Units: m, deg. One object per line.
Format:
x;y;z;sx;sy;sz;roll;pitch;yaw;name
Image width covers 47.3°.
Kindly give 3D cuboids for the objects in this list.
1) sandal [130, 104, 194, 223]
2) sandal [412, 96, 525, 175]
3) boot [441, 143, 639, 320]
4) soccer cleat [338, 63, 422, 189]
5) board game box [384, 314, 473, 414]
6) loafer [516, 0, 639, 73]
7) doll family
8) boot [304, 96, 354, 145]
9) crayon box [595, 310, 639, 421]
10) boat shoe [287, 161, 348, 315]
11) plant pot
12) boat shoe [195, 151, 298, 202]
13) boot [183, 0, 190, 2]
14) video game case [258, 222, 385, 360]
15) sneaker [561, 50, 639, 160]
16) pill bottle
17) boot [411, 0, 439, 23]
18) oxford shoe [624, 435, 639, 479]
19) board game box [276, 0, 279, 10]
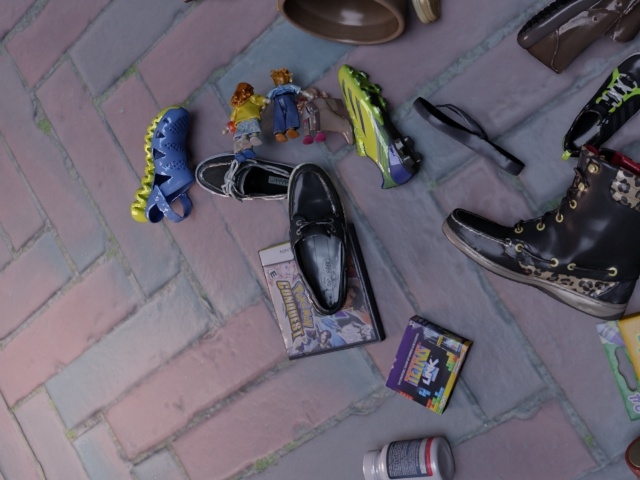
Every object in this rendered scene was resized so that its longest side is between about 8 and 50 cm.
-0.359;-0.172;1.781;0.138;0.126;0.317;25;116;20;sandal
0.302;-0.221;1.464;0.254;0.097;0.054;33;111;7;sandal
0.444;-0.046;1.363;0.377;0.138;0.284;28;119;16;boot
0.101;-0.241;1.556;0.121;0.093;0.289;-35;81;32;soccer cleat
0.234;0.268;1.583;0.141;0.048;0.170;23;106;21;board game box
0.540;-0.427;1.310;0.366;0.134;0.130;-29;107;36;loafer
-0.107;-0.291;1.599;0.263;0.118;0.163;-12;67;10;doll family
0.017;-0.249;1.557;0.087;0.042;0.118;-17;86;-16;boot
0.687;0.209;1.324;0.323;0.083;0.203;-22;82;27;crayon box
-0.004;0.001;1.567;0.127;0.113;0.340;-3;97;1;boat shoe
0.062;-0.550;1.470;0.263;0.263;0.229;7;81;25;plant pot
-0.175;-0.140;1.696;0.306;0.105;0.113;14;103;24;boat shoe
-0.249;-0.682;1.667;0.207;0.090;0.248;-2;99;24;boot
-0.001;0.123;1.686;0.248;0.035;0.275;-16;90;27;video game case
0.531;-0.238;1.340;0.084;0.097;0.235;39;112;16;sneaker
0.191;0.493;1.601;0.180;0.108;0.108;-14;91;27;pill bottle
0.274;-0.568;1.427;0.203;0.095;0.262;0;93;25;boot
0.748;0.383;1.329;0.348;0.123;0.130;-24;112;26;oxford shoe
-0.040;-0.585;1.613;0.103;0.026;0.154;10;101;24;board game box
